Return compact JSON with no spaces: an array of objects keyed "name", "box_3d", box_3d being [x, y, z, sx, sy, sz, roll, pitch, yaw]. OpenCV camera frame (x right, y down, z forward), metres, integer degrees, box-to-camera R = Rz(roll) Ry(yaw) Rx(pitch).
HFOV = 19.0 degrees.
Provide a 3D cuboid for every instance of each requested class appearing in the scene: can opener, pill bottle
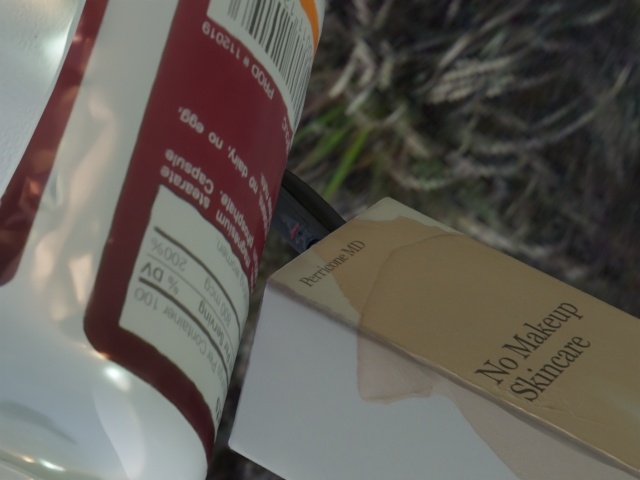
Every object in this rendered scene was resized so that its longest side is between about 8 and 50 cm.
[{"name":"can opener","box_3d":[0.000,0.000,1.263,0.073,0.059,0.186,-55,51,14]},{"name":"pill bottle","box_3d":[-0.142,0.012,0.896,0.224,0.392,0.224,10,148,6]}]

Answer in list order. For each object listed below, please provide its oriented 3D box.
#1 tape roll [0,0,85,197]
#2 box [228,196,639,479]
[{"name":"tape roll","box_3d":[-0.198,-0.084,0.595,0.169,0.246,0.246,25,121,-31]},{"name":"box","box_3d":[0.120,0.110,1.055,0.311,0.148,0.121,26,123,20]}]
